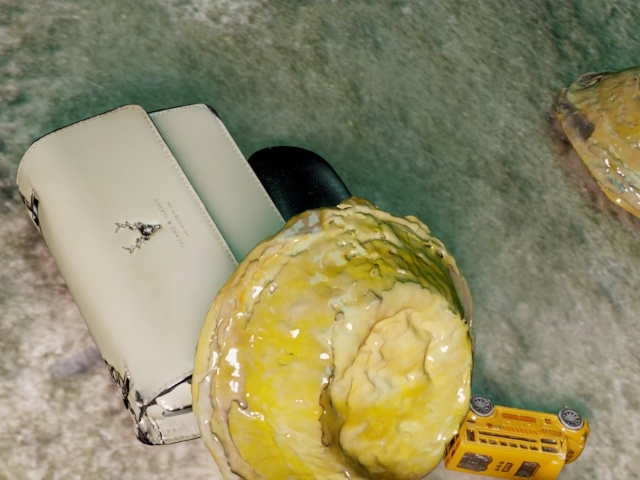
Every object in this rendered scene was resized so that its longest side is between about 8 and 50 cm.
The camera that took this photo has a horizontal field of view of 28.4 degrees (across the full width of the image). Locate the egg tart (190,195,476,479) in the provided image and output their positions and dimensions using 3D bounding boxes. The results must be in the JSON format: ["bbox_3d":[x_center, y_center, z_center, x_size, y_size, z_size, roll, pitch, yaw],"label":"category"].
[{"bbox_3d":[0.046,0.130,1.238,0.345,0.345,0.132,-17,18,-35],"label":"egg tart"}]

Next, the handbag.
[{"bbox_3d":[-0.159,0.026,1.375,0.237,0.160,0.358,-16,55,-27],"label":"handbag"}]

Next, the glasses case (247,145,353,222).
[{"bbox_3d":[0.000,0.000,1.528,0.122,0.075,0.314,-4,49,-29],"label":"glasses case"}]

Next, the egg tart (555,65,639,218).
[{"bbox_3d":[0.517,-0.160,1.869,0.352,0.150,0.352,15,41,-13],"label":"egg tart"}]

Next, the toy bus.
[{"bbox_3d":[0.217,0.225,1.398,0.162,0.069,0.074,10,44,-12],"label":"toy bus"}]
